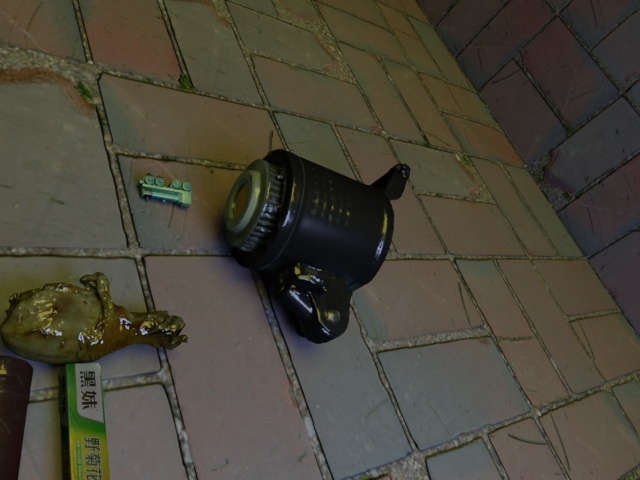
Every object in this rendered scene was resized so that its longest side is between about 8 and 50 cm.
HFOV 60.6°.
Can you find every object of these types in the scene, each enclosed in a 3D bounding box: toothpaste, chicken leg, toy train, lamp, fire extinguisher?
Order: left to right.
[{"bbox_3d":[-0.334,0.246,0.510,0.089,0.072,0.268,-3,55,-12],"label":"fire extinguisher"},{"bbox_3d":[-0.265,0.226,0.613,0.043,0.037,0.179,7,52,-37],"label":"toothpaste"},{"bbox_3d":[-0.273,0.099,0.683,0.227,0.088,0.103,3,38,-40],"label":"chicken leg"},{"bbox_3d":[-0.257,-0.081,0.909,0.092,0.029,0.045,8,67,-33],"label":"toy train"},{"bbox_3d":[-0.022,-0.039,0.938,0.272,0.205,0.374,36,49,-19],"label":"lamp"}]
